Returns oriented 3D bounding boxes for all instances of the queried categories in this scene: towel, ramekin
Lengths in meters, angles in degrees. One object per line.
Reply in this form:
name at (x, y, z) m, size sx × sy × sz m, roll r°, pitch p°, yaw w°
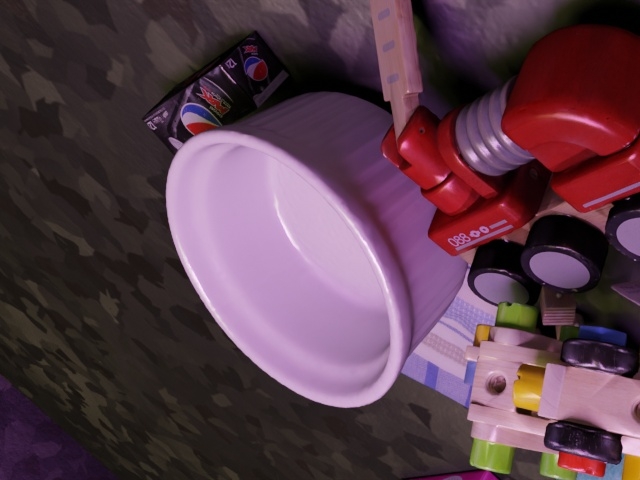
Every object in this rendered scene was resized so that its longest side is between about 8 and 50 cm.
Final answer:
towel at (0.110, 0.074, 0.900) m, size 0.209 × 0.034 × 0.285 m, roll 26°, pitch 146°, yaw 20°
ramekin at (0.000, 0.000, 0.764) m, size 0.277 × 0.135 × 0.277 m, roll 29°, pitch 139°, yaw 29°

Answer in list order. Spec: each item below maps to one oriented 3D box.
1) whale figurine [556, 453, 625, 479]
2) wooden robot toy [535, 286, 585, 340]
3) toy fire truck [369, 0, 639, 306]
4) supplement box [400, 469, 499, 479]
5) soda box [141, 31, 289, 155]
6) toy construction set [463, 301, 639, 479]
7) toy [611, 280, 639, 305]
whale figurine at (0.317, 0.185, 0.731) m, size 0.216 × 0.141 × 0.272 m, roll 39°, pitch 142°, yaw 1°
wooden robot toy at (0.213, 0.121, 0.792) m, size 0.076 × 0.079 × 0.173 m, roll 9°, pitch 138°, yaw -5°
toy fire truck at (0.128, -0.095, 0.588) m, size 0.246 × 0.159 × 0.217 m, roll 36°, pitch 150°, yaw -16°
supplement box at (0.182, 0.405, 1.173) m, size 0.114 × 0.111 × 0.220 m, roll 43°, pitch 148°, yaw -7°
soda box at (-0.107, -0.139, 0.819) m, size 0.053 × 0.060 × 0.169 m, roll 49°, pitch 147°, yaw -18°
toy construction set at (0.243, 0.115, 0.580) m, size 0.327 × 0.151 × 0.215 m, roll -8°, pitch 162°, yaw 23°
toy at (0.293, 0.039, 0.459) m, size 0.237 × 0.136 × 0.056 m, roll -134°, pitch 44°, yaw -62°
